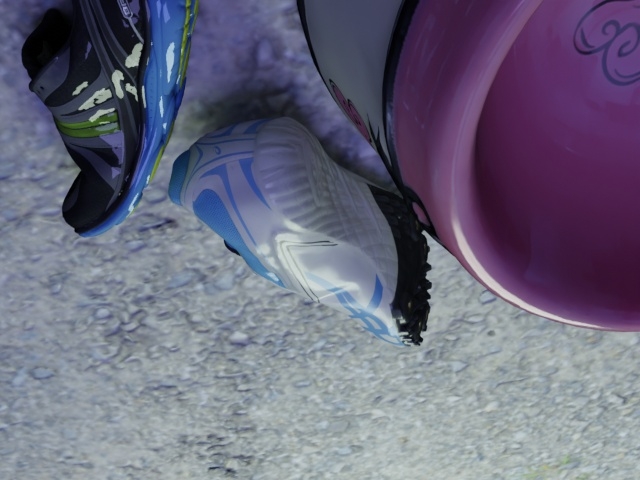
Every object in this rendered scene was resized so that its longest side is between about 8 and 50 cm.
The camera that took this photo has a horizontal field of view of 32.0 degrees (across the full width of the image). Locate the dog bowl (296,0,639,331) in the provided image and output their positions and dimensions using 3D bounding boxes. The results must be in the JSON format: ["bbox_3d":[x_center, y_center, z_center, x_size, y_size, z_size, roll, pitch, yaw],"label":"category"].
[{"bbox_3d":[0.200,-0.113,0.534,0.408,0.150,0.408,-8,140,-7],"label":"dog bowl"}]

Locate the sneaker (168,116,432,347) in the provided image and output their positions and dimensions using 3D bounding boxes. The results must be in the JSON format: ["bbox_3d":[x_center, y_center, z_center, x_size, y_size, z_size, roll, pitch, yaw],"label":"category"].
[{"bbox_3d":[0.000,0.000,0.673,0.086,0.085,0.237,-5,152,31],"label":"sneaker"}]

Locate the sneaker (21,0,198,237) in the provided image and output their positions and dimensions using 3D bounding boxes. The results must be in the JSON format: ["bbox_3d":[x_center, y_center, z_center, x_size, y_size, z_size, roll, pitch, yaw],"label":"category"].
[{"bbox_3d":[-0.110,-0.077,0.562,0.078,0.067,0.188,17,137,-3],"label":"sneaker"}]
